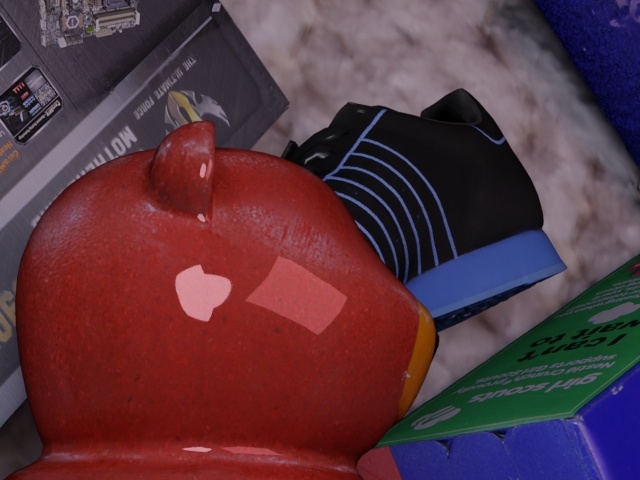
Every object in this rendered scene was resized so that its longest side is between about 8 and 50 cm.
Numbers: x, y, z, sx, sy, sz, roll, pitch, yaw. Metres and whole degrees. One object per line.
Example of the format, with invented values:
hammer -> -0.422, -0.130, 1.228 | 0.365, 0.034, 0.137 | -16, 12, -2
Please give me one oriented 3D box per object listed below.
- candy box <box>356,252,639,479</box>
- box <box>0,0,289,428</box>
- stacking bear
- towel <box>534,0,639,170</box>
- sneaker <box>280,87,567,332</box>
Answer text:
candy box -> 0.193, 0.138, 0.806 | 0.317, 0.122, 0.268 | -28, 97, -48
box -> -0.129, -0.048, 0.597 | 0.183, 0.056, 0.231 | 55, 45, -18
stacking bear -> -0.034, 0.115, 0.526 | 0.164, 0.175, 0.289 | 2, 81, 2
towel -> 0.140, -0.191, 0.909 | 0.308, 0.076, 0.228 | 54, 52, -21
sneaker -> 0.000, 0.000, 0.700 | 0.232, 0.081, 0.090 | -15, 78, -51
